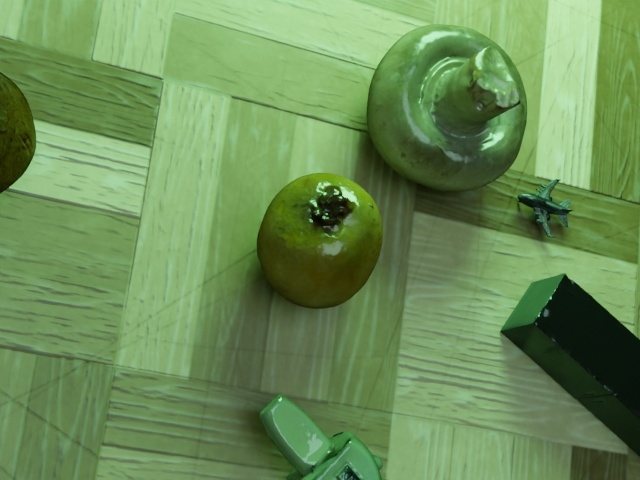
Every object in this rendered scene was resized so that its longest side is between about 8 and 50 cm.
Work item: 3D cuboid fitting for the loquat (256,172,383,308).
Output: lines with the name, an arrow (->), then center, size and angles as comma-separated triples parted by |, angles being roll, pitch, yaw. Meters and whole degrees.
loquat -> 0.000, 0.000, 1.293 | 0.137, 0.163, 0.163 | 39, 63, 23

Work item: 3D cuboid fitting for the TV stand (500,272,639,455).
TV stand -> 0.357, 0.162, 1.444 | 0.269, 0.083, 0.088 | 40, 68, -10

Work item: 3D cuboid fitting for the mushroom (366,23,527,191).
mushroom -> 0.162, -0.161, 1.364 | 0.204, 0.204, 0.204 | 5, 77, -22

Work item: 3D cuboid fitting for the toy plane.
toy plane -> 0.284, -0.045, 1.482 | 0.083, 0.031, 0.078 | 15, 74, -20

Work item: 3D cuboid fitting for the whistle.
whistle -> 0.020, 0.268, 1.273 | 0.244, 0.092, 0.110 | 48, 67, -9

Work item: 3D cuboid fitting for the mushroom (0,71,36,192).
mushroom -> -0.398, -0.099, 1.147 | 0.194, 0.138, 0.231 | 43, 66, -9
